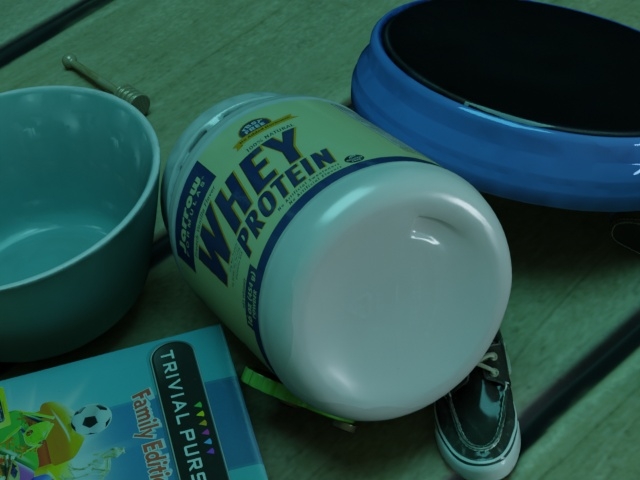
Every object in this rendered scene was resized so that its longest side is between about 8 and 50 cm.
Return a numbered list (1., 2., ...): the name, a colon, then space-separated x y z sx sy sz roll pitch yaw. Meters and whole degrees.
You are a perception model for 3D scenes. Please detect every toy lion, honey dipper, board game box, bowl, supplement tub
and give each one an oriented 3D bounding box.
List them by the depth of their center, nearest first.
1. board game box: -0.218 0.223 1.430 0.336 0.079 0.254 -15 43 -6
2. toy lion: -0.020 0.140 1.475 0.100 0.096 0.034 21 89 28
3. supplement tub: 0.000 0.000 1.489 0.235 0.235 0.325 -25 29 -17
4. bowl: -0.294 0.002 1.614 0.311 0.163 0.311 -7 42 7
5. bowl: 0.228 -0.154 1.670 0.391 0.077 0.391 8 28 -4
6. honey dipper: -0.259 -0.188 1.925 0.030 0.030 0.160 -33 43 -24

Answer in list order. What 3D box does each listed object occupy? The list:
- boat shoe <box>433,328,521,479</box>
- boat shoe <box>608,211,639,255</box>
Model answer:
1. boat shoe: 0.136 0.122 1.485 0.077 0.070 0.219 -7 42 2
2. boat shoe: 0.360 0.013 1.570 0.183 0.066 0.066 16 49 25
